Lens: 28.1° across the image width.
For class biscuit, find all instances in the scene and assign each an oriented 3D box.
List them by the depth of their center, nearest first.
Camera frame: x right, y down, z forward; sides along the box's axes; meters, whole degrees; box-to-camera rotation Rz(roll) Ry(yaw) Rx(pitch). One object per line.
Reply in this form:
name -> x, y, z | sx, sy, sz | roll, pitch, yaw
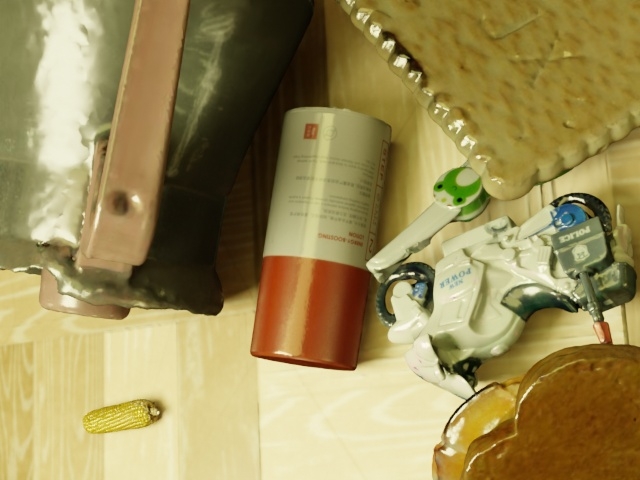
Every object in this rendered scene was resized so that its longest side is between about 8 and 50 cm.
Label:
biscuit -> 0.199, 0.209, 0.933 | 0.208, 0.041, 0.290 | 7, 108, 3
biscuit -> 0.146, -0.194, 1.076 | 0.217, 0.044, 0.325 | -31, 63, -10

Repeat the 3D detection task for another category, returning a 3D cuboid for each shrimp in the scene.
shrimp -> 0.201, 0.150, 0.966 | 0.249, 0.150, 0.068 | -21, 28, 9

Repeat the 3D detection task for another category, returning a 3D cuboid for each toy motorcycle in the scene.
toy motorcycle -> 0.151, 0.052, 1.020 | 0.221, 0.102, 0.150 | -25, 56, 19

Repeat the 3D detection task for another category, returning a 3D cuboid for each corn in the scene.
corn -> -0.184, 0.164, 1.193 | 0.083, 0.028, 0.027 | -13, 78, 27

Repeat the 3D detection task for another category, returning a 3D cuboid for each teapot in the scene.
teapot -> -0.164, -0.111, 1.079 | 0.306, 0.376, 0.361 | 8, 90, -14

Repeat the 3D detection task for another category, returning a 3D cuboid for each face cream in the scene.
face cream -> 0.000, 0.000, 1.103 | 0.096, 0.096, 0.214 | 4, 80, 27

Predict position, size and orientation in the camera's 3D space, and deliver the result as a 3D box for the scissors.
scissors -> 0.118, -0.040, 1.056 | 0.204, 0.027, 0.101 | -40, 45, -7
